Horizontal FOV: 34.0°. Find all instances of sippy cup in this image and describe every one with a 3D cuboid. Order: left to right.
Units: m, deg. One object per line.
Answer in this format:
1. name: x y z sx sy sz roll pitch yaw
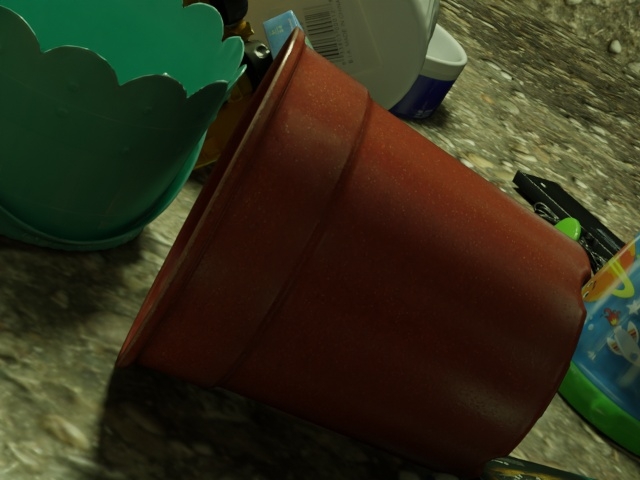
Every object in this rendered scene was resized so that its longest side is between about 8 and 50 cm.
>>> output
1. sippy cup: 0.382 0.082 1.102 0.305 0.224 0.240 8 34 -40

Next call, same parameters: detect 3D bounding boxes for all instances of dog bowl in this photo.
1. dog bowl: 0.089 -0.302 1.620 0.264 0.104 0.265 25 27 -13

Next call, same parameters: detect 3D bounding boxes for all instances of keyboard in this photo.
1. keyboard: 0.381 0.007 1.464 0.201 0.033 0.317 10 31 -49

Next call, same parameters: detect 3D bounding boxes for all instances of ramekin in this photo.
1. ramekin: 0.010 -0.274 1.300 0.277 0.277 0.135 25 33 -12

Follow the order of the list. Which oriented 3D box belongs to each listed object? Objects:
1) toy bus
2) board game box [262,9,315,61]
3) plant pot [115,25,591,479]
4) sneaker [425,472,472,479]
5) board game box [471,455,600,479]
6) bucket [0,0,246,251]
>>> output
1. toy bus: -0.154 -0.200 1.119 0.220 0.149 0.211 65 -13 -15
2. board game box: 0.008 -0.115 1.087 0.211 0.039 0.160 53 18 -64
3. plant pot: 0.032 0.028 0.766 0.265 0.272 0.272 28 25 -9
4. sneaker: 0.031 0.227 0.628 0.131 0.112 0.296 13 17 43
5. board game box: 0.202 0.222 0.847 0.186 0.026 0.126 19 13 -22
6. bucket: -0.220 -0.133 0.885 0.281 0.183 0.281 24 26 -13
